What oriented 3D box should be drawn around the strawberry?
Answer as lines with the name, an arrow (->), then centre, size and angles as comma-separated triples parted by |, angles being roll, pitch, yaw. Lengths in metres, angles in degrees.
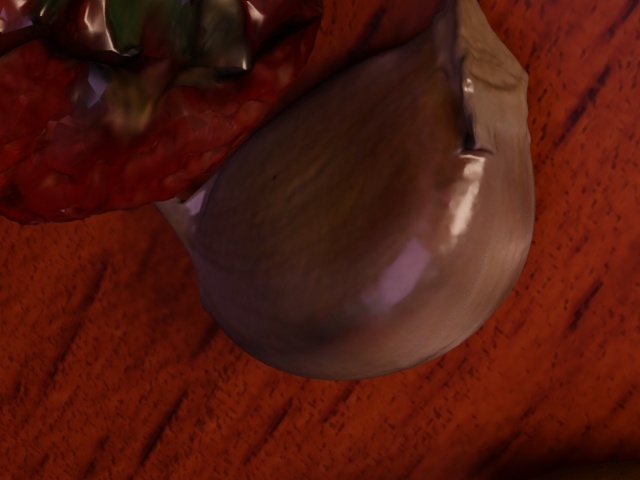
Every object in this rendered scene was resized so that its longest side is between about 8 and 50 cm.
strawberry -> -0.141, -0.119, 0.602 | 0.288, 0.250, 0.238 | -24, 68, 62

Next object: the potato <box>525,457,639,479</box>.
potato -> 0.169, 0.183, 0.644 | 0.158, 0.178, 0.203 | -37, 70, 20

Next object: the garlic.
garlic -> -0.004, 0.004, 0.677 | 0.267, 0.148, 0.128 | -20, 140, 29
